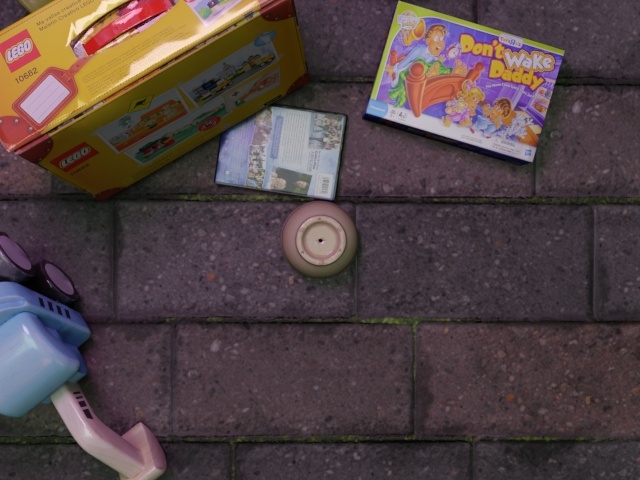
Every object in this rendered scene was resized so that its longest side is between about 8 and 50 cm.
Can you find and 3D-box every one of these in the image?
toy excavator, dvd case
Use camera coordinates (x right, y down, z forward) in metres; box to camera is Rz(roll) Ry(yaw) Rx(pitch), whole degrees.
[{"bbox_3d":[-0.504,0.263,1.308,0.222,0.433,0.445,-37,64,-1],"label":"toy excavator"},{"bbox_3d":[-0.080,-0.188,1.432,0.253,0.022,0.180,8,90,-2],"label":"dvd case"}]

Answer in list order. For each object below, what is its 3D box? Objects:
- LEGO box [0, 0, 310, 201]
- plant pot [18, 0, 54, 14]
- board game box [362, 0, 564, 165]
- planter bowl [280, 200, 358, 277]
[{"bbox_3d":[-0.285,-0.303,1.238,0.500,0.372,0.193,-30,81,-2],"label":"LEGO box"},{"bbox_3d":[-0.391,-0.553,1.277,0.353,0.366,0.366,-35,92,10],"label":"plant pot"},{"bbox_3d":[0.284,-0.313,1.414,0.347,0.078,0.233,16,90,-2],"label":"board game box"},{"bbox_3d":[0.000,0.000,1.394,0.162,0.109,0.162,0,91,-2],"label":"planter bowl"}]
